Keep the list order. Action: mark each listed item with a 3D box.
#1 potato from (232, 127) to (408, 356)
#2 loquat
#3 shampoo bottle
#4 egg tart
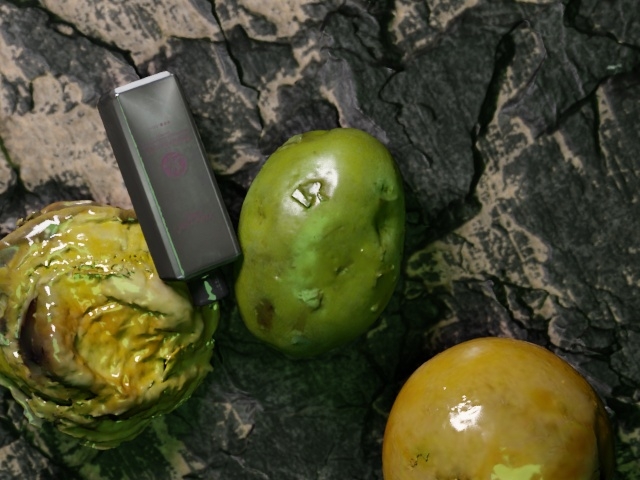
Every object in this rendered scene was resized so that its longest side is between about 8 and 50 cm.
[{"bbox_3d":[0.000,0.000,1.961,0.186,0.148,0.253,23,99,-30],"label":"potato"},{"bbox_3d":[0.194,0.238,2.024,0.263,0.263,0.263,-2,111,-5],"label":"loquat"},{"bbox_3d":[-0.154,-0.051,1.919,0.080,0.079,0.246,-22,95,-18],"label":"shampoo bottle"},{"bbox_3d":[-0.243,0.101,1.988,0.297,0.132,0.297,-4,113,-10],"label":"egg tart"}]
